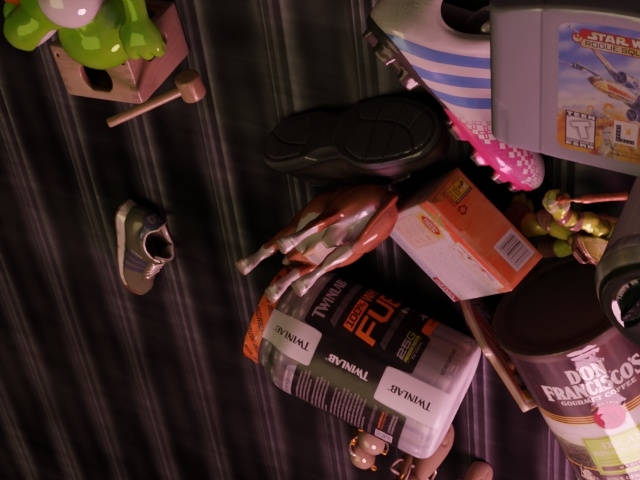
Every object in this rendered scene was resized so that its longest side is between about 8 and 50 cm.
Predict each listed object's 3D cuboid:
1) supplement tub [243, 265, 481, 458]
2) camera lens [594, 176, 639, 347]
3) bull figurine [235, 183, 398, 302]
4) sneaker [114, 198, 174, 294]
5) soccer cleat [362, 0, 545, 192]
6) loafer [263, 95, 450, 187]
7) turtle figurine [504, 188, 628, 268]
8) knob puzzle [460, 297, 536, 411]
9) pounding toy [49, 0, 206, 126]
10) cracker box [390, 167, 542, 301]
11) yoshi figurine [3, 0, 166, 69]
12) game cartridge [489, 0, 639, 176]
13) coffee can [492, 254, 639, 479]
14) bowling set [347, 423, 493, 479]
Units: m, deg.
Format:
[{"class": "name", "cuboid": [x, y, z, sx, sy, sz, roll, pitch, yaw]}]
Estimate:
[{"class": "supplement tub", "cuboid": [0.059, 0.170, 2.073, 0.316, 0.193, 0.193, 25, 141, 11]}, {"class": "camera lens", "cuboid": [0.434, -0.009, 1.517, 0.219, 0.274, 0.219, 23, 153, 13]}, {"class": "bull figurine", "cuboid": [0.000, 0.000, 1.898, 0.101, 0.188, 0.310, 53, 158, 1]}, {"class": "sneaker", "cuboid": [-0.274, 0.024, 2.261, 0.086, 0.064, 0.192, 22, 137, 24]}, {"class": "soccer cleat", "cuboid": [0.194, -0.187, 1.666, 0.143, 0.116, 0.331, -41, 124, 12]}, {"class": "loafer", "cuboid": [0.059, -0.119, 1.860, 0.302, 0.109, 0.095, 0, 150, 44]}, {"class": "turtle figurine", "cuboid": [0.342, -0.005, 1.727, 0.269, 0.087, 0.217, 12, 176, -34]}, {"class": "knob puzzle", "cuboid": [0.253, 0.139, 1.944, 0.030, 0.213, 0.213, -35, 109, 15]}, {"class": "pounding toy", "cuboid": [-0.248, -0.239, 1.871, 0.206, 0.181, 0.094, 10, 136, 28]}, {"class": "cracker box", "cuboid": [0.175, -0.003, 1.825, 0.156, 0.067, 0.232, 46, 166, -5]}, {"class": "yoshi figurine", "cuboid": [-0.222, -0.328, 1.717, 0.362, 0.203, 0.203, -29, 102, 28]}, {"class": "game cartridge", "cuboid": [0.304, -0.151, 1.370, 0.297, 0.062, 0.198, 15, 142, 23]}, {"class": "coffee can", "cuboid": [0.373, 0.176, 1.845, 0.201, 0.201, 0.275, -6, 127, 40]}, {"class": "bowling set", "cuboid": [0.119, 0.355, 2.253, 0.287, 0.154, 0.200, 48, 141, -19]}]
